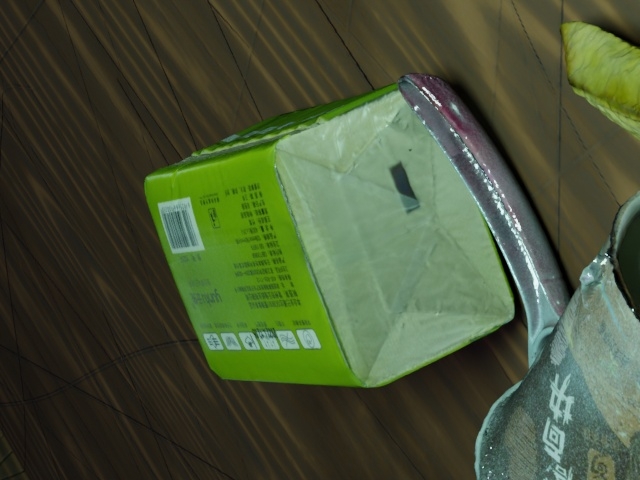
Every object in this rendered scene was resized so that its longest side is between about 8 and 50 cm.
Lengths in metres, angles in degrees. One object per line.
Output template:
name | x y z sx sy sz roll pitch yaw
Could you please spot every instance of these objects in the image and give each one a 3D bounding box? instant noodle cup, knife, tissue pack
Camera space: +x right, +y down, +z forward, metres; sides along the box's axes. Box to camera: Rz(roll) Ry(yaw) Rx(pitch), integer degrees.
instant noodle cup | 0.217 0.091 1.040 0.217 0.217 0.207 52 144 30
knife | 0.132 0.001 1.306 0.278 0.053 0.123 66 160 4
tissue pack | 0.000 0.000 1.435 0.274 0.167 0.200 -7 106 63

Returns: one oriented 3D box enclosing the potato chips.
potato chips | 0.234 -0.074 0.970 0.080 0.057 0.407 -65 23 -2
